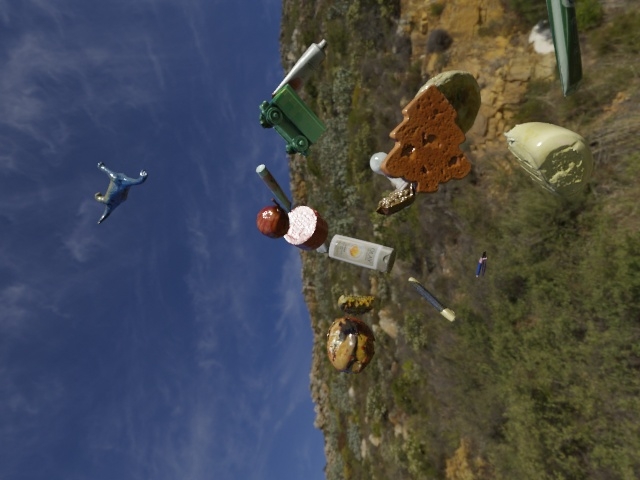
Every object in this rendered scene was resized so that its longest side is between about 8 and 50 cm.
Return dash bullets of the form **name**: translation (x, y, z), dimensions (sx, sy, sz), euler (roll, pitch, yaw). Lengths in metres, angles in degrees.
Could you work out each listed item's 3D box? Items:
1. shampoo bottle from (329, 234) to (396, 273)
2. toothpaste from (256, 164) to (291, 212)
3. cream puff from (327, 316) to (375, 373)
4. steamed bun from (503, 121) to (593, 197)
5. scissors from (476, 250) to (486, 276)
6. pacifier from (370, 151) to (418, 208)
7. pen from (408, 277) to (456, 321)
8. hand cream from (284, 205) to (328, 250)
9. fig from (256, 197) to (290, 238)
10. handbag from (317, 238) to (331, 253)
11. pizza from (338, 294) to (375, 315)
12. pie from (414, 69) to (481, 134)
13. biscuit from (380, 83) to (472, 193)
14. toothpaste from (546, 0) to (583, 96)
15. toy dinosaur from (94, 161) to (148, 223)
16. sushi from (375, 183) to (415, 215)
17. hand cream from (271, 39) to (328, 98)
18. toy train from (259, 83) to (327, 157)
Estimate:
- **shampoo bottle**: translation (0.139, 0.044, 1.411), dimensions (0.056, 0.227, 0.086), euler (20, -94, -58)
- **toothpaste**: translation (-0.153, -0.177, 1.441), dimensions (0.205, 0.036, 0.056), euler (53, -152, -44)
- **cream puff**: translation (0.129, 0.429, 1.706), dimensions (0.163, 0.240, 0.240), euler (17, -99, -23)
- **steamed bun**: translation (0.747, -0.285, 1.357), dimensions (0.273, 0.166, 0.232), euler (40, -160, -22)
- **scissors**: translation (0.661, 0.096, 1.704), dimensions (0.039, 0.012, 0.114), euler (-6, -69, -21)
- **pacifier**: translation (0.342, -0.258, 1.773), dimensions (0.332, 0.220, 0.273), euler (-49, -54, -19)
- **pen**: translation (0.404, 0.209, 1.507), dimensions (0.040, 0.233, 0.032), euler (-9, -50, -32)
- **hand cream**: translation (-0.079, -0.061, 2.280), dimensions (0.149, 0.230, 0.230), euler (34, -112, -54)
- **fig**: translation (-0.168, -0.082, 1.499), dimensions (0.128, 0.128, 0.151), euler (-19, -67, -60)
- **handbag**: translation (0.000, 0.000, 2.519), dimensions (0.173, 0.095, 0.117), euler (63, 176, -15)
- **pizza**: translation (0.130, 0.231, 1.484), dimensions (0.175, 0.134, 0.046), euler (32, -133, -51)
- **pie**: translation (0.489, -0.503, 1.605), dimensions (0.337, 0.075, 0.338), euler (-16, -46, -17)
- **biscuit**: translation (0.310, -0.287, 1.197), dimensions (0.043, 0.283, 0.307), euler (-157, 69, -76)
- **toothpaste**: translation (0.662, -0.595, 1.136), dimensions (0.098, 0.061, 0.392), euler (-33, -66, -22)
- **toy dinosaur**: translation (-0.597, -0.130, 1.252), dimensions (0.075, 0.188, 0.248), euler (-11, -50, -57)
- **sushi**: translation (0.206, -0.106, 1.136), dimensions (0.055, 0.120, 0.052), euler (54, -164, -40)
- **hand cream**: translation (-0.083, -0.756, 1.884), dimensions (0.341, 0.078, 0.124), euler (-48, -28, 19)
- **toy train**: translation (-0.122, -0.510, 1.812), dimensions (0.301, 0.120, 0.202), euler (44, -109, -22)
